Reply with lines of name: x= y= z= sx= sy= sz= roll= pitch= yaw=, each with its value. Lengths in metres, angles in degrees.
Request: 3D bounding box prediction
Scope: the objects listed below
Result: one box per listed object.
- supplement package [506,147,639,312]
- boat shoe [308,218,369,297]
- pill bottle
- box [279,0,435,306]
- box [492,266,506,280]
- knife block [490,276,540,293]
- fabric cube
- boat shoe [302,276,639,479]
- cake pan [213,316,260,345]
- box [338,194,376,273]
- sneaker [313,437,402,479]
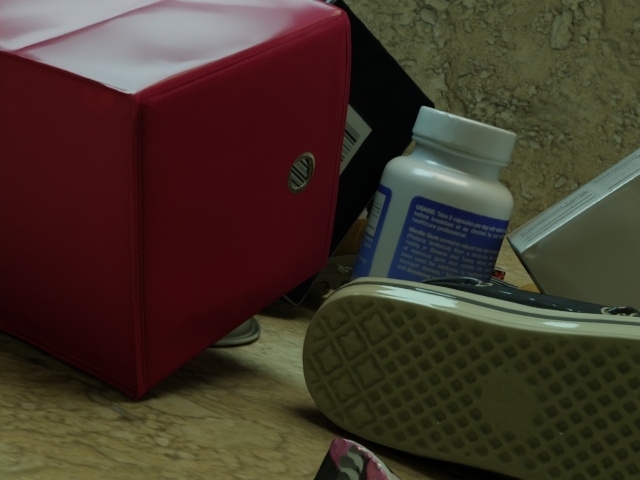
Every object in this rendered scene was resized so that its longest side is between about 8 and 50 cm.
supplement package: x=0.352 y=0.055 z=1.207 sx=0.261 sy=0.204 sz=0.145 roll=56 pitch=7 yaw=-3
boat shoe: x=-0.009 y=0.030 z=1.470 sx=0.277 sy=0.096 sz=0.098 roll=3 pitch=36 yaw=28
pill bottle: x=0.127 y=-0.005 z=1.302 sx=0.152 sy=0.272 sz=0.152 roll=17 pitch=8 yaw=-2
box: x=-0.116 y=-0.139 z=1.419 sx=0.395 sy=0.293 sz=0.212 roll=24 pitch=-15 yaw=51
box: x=0.170 y=0.066 z=1.562 sx=0.137 sy=0.093 sz=0.027 roll=15 pitch=7 yaw=-12
knife block: x=0.286 y=0.108 z=1.461 sx=0.276 sy=0.088 sz=0.242 roll=7 pitch=13 yaw=-17
fabric cube: x=-0.157 y=-0.073 z=0.953 sx=0.259 sy=0.254 sz=0.258 roll=22 pitch=33 yaw=27
boat shoe: x=0.229 y=0.134 z=0.898 sx=0.500 sy=0.186 sz=0.156 roll=15 pitch=12 yaw=26
cake pan: x=-0.195 y=0.031 z=1.177 sx=0.293 sy=0.054 sz=0.293 roll=16 pitch=7 yaw=-2
box: x=0.103 y=-0.004 z=1.640 sx=0.290 sy=0.169 sz=0.087 roll=12 pitch=9 yaw=-25
sneaker: x=0.057 y=0.181 z=0.662 sx=0.077 sy=0.072 sz=0.178 roll=26 pitch=9 yaw=-38
